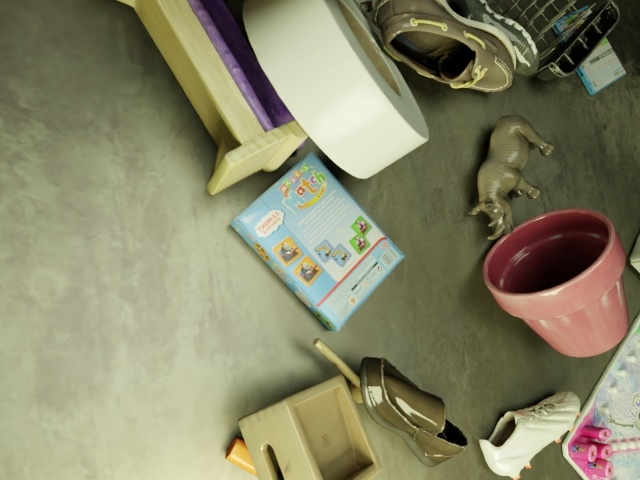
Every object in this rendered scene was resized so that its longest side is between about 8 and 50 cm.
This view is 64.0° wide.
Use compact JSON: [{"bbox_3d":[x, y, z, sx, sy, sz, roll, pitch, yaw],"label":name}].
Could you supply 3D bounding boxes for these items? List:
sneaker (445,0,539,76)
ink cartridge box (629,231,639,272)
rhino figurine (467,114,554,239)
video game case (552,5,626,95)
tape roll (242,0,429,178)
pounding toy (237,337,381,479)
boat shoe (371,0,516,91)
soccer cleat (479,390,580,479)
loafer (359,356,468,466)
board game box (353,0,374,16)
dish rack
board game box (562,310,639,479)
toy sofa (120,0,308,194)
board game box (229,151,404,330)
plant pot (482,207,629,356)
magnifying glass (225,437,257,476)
[{"bbox_3d":[0.286,-0.367,0.917,0.234,0.078,0.106,45,70,-4],"label":"sneaker"},{"bbox_3d":[0.704,0.048,0.997,0.175,0.072,0.127,42,63,-10],"label":"ink cartridge box"},{"bbox_3d":[0.317,-0.108,0.877,0.106,0.073,0.243,28,72,-17],"label":"rhino figurine"},{"bbox_3d":[0.557,-0.395,1.063,0.119,0.015,0.166,-31,92,-24],"label":"video game case"},{"bbox_3d":[0.029,-0.226,0.681,0.286,0.100,0.286,45,26,-29],"label":"tape roll"},{"bbox_3d":[-0.003,0.228,0.666,0.206,0.094,0.180,-1,63,-57],"label":"pounding toy"},{"bbox_3d":[0.209,-0.299,0.818,0.325,0.117,0.096,14,67,-40],"label":"boat shoe"},{"bbox_3d":[0.334,0.290,0.808,0.196,0.068,0.076,-31,89,-21],"label":"soccer cleat"},{"bbox_3d":[0.131,0.225,0.700,0.220,0.078,0.080,48,29,-28],"label":"loafer"},{"bbox_3d":[0.033,-0.515,0.803,0.193,0.053,0.304,8,76,-20],"label":"board game box"},{"bbox_3d":[0.415,-0.454,0.975,0.271,0.074,0.208,46,73,-8],"label":"dish rack"},{"bbox_3d":[0.660,0.365,0.932,0.390,0.050,0.390,-44,97,-23],"label":"board game box"},{"bbox_3d":[-0.148,-0.260,0.676,0.177,0.150,0.362,-31,92,-23],"label":"toy sofa"},{"bbox_3d":[0.000,0.000,0.744,0.211,0.039,0.160,49,66,-7],"label":"board game box"},{"bbox_3d":[0.390,0.078,0.815,0.201,0.201,0.180,-48,114,-23],"label":"plant pot"},{"bbox_3d":[-0.022,0.328,0.677,0.231,0.026,0.092,34,69,-12],"label":"magnifying glass"}]
